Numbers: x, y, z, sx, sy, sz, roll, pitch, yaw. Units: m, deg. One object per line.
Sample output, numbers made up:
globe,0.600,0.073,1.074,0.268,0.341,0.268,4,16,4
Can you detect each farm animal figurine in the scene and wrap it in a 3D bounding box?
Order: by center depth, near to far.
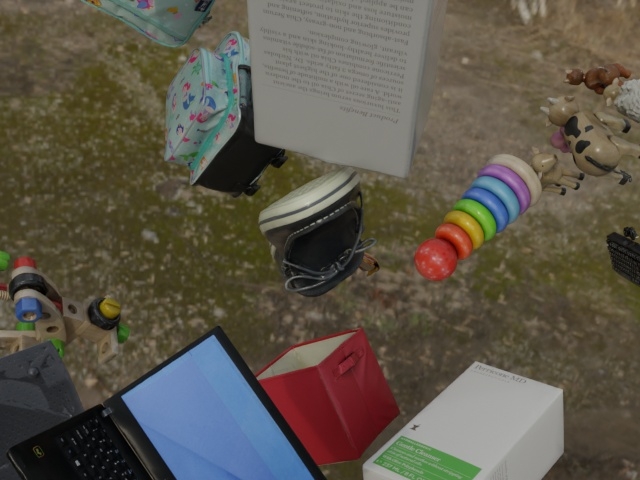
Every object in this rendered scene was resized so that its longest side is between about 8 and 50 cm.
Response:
farm animal figurine,0.543,-0.221,1.774,0.172,0.330,0.326,13,22,-18

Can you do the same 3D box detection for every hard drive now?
hard drive,-0.387,0.276,1.090,0.172,0.254,0.054,-20,2,-29

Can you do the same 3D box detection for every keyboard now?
keyboard,0.527,0.026,1.424,0.023,0.108,0.180,-10,11,0

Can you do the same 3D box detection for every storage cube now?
storage cube,0.005,0.304,1.607,0.215,0.193,0.184,-21,6,35

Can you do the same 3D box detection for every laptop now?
laptop,-0.134,0.237,0.842,0.234,0.137,0.264,54,13,6

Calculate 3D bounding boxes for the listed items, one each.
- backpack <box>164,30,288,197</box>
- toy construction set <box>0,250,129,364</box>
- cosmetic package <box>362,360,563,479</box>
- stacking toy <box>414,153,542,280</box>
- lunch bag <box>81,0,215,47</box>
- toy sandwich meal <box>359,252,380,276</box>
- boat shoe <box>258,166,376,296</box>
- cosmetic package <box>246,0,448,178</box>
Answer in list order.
backpack,-0.161,-0.230,1.445,0.191,0.225,0.253,20,50,-24
toy construction set,-0.482,0.144,1.457,0.237,0.257,0.309,17,15,-42
cosmetic package,0.263,0.387,1.482,0.197,0.155,0.366,13,33,38
stacking toy,0.319,-0.035,1.767,0.141,0.141,0.330,33,65,30
lunch bag,-0.320,-0.487,1.535,0.279,0.224,0.107,29,45,-21
toy sandwich meal,0.110,0.059,2.064,0.086,0.085,0.029,21,60,15
boat shoe,0.000,0.000,1.432,0.187,0.500,0.156,-28,81,-9
cosmetic package,0.040,-0.305,1.044,0.230,0.453,0.161,15,53,10
